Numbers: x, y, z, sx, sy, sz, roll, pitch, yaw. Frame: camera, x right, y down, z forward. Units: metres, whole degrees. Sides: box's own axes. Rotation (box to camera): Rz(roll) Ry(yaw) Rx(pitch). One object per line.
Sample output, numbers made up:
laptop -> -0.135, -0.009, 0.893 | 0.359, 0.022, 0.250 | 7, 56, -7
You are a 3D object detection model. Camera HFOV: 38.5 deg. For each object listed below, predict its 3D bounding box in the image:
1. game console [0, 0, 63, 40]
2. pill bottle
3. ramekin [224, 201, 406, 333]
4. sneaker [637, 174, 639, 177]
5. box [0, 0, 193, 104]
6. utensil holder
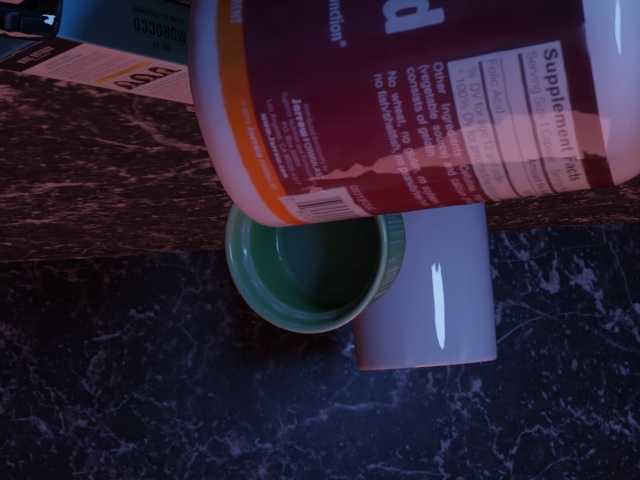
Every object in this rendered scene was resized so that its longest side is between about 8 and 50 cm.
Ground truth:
game console -> -0.298, -0.223, 0.533 | 0.293, 0.173, 0.250 | 0, -157, -34
pill bottle -> 0.121, -0.141, 0.682 | 0.392, 0.224, 0.224 | -7, 173, 20
ramekin -> 0.000, 0.000, 1.590 | 0.303, 0.303, 0.148 | -8, -179, 26
sneaker -> 0.501, -0.161, 1.249 | 0.106, 0.101, 0.267 | -13, 166, -17
box -> -0.172, -0.180, 0.848 | 0.100, 0.060, 0.244 | -10, 172, 40
utensil holder -> 0.212, 0.078, 1.994 | 0.328, 0.385, 0.327 | -4, 174, 0
